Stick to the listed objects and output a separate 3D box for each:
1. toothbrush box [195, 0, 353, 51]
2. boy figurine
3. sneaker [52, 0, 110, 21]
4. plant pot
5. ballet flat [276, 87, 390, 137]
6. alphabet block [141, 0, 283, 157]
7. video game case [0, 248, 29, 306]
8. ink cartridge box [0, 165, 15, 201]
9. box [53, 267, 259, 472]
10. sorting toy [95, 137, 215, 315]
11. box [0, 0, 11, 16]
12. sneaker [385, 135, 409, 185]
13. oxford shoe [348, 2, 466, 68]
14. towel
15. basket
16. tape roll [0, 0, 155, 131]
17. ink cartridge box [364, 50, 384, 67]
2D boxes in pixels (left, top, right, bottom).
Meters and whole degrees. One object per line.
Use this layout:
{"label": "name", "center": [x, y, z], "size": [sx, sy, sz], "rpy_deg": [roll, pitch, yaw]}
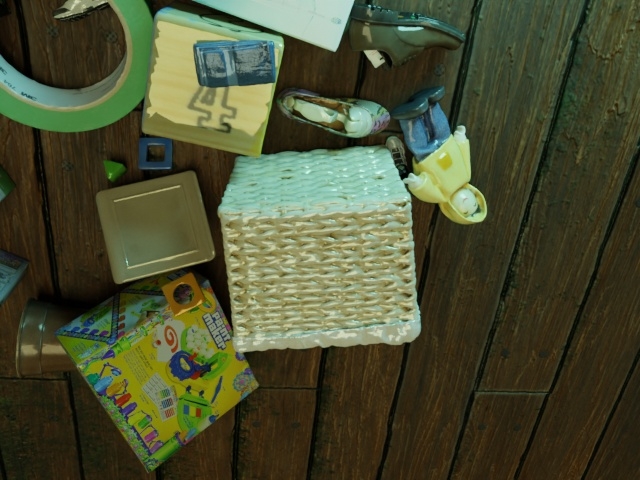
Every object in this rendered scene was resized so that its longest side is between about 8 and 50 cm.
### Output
{"label": "toothbrush box", "center": [-0.079, -0.461, 0.903], "size": [0.295, 0.126, 0.216], "rpy_deg": [15, 115, -11]}
{"label": "boy figurine", "center": [0.231, -0.141, 1.092], "size": [0.177, 0.092, 0.285], "rpy_deg": [-37, 112, -25]}
{"label": "sneaker", "center": [-0.405, -0.405, 0.962], "size": [0.109, 0.040, 0.044], "rpy_deg": [-21, 103, 2]}
{"label": "plant pot", "center": [-0.538, 0.209, 1.209], "size": [0.165, 0.167, 0.167], "rpy_deg": [4, 117, -16]}
{"label": "ballet flat", "center": [0.026, -0.232, 1.057], "size": [0.221, 0.079, 0.077], "rpy_deg": [11, 115, -10]}
{"label": "alphabet block", "center": [-0.177, -0.275, 0.959], "size": [0.197, 0.192, 0.193], "rpy_deg": [11, 118, -11]}
{"label": "video game case", "center": [-0.733, 0.066, 1.062], "size": [0.269, 0.244, 0.061], "rpy_deg": [26, 114, -16]}
{"label": "ink cartridge box", "center": [-0.680, -0.059, 1.014], "size": [0.160, 0.219, 0.093], "rpy_deg": [-23, 117, 7]}
{"label": "box", "center": [-0.323, 0.246, 1.158], "size": [0.279, 0.177, 0.290], "rpy_deg": [-34, 120, -26]}
{"label": "sorting toy", "center": [-0.311, -0.024, 1.078], "size": [0.196, 0.047, 0.348], "rpy_deg": [-15, 81, -6]}
{"label": "box", "center": [-0.560, -0.407, 0.929], "size": [0.052, 0.062, 0.083], "rpy_deg": [-10, 119, 1]}
{"label": "sneaker", "center": [0.156, -0.153, 1.114], "size": [0.038, 0.069, 0.098], "rpy_deg": [-19, 117, 6]}
{"label": "oxford shoe", "center": [0.149, -0.349, 0.991], "size": [0.227, 0.083, 0.096], "rpy_deg": [0, 117, -21]}
{"label": "towel", "center": [-0.126, -0.263, 0.846], "size": [0.119, 0.029, 0.067], "rpy_deg": [-4, 118, -2]}
{"label": "basket", "center": [0.000, 0.000, 1.038], "size": [0.331, 0.328, 0.267], "rpy_deg": [-3, 116, 0]}
{"label": "tape roll", "center": [-0.430, -0.335, 0.924], "size": [0.321, 0.077, 0.321], "rpy_deg": [-8, 130, -10]}
{"label": "ink cartridge box", "center": [0.094, -0.361, 1.023], "size": [0.048, 0.028, 0.083], "rpy_deg": [-33, 115, 12]}
